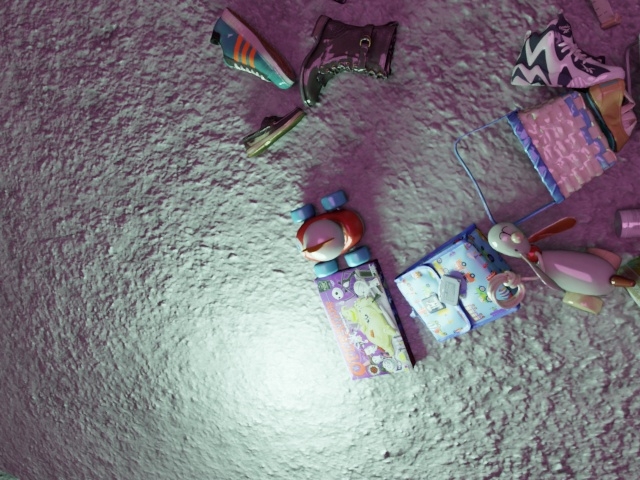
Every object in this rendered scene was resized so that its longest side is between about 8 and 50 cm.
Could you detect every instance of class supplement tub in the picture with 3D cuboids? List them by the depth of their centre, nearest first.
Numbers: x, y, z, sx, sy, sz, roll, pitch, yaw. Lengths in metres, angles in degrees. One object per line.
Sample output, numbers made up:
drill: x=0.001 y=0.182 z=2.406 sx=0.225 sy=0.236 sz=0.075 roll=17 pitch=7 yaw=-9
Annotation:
supplement tub: x=0.760 y=-0.041 z=1.055 sx=0.107 sy=0.071 sz=0.071 roll=-1 pitch=102 yaw=21

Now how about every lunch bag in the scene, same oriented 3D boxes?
lunch bag: x=0.359 y=0.133 z=1.234 sx=0.293 sy=0.138 sz=0.221 roll=-40 pitch=87 yaw=36

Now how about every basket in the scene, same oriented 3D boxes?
basket: x=0.494 y=-0.187 z=1.047 sx=0.289 sy=0.201 sz=0.254 roll=-27 pitch=95 yaw=24

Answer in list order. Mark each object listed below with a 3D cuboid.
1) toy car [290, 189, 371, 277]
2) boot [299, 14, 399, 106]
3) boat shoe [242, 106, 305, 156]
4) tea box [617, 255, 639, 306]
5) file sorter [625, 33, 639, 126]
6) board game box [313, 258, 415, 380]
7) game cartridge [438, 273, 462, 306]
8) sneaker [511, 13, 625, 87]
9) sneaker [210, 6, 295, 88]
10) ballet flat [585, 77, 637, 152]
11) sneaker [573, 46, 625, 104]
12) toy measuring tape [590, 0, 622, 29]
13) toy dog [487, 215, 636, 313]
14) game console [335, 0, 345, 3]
toy car: x=0.000 y=0.000 z=1.257 sx=0.210 sy=0.238 sz=0.219 roll=-21 pitch=94 yaw=24
boot: x=0.075 y=-0.465 z=1.198 sx=0.229 sy=0.091 sz=0.263 roll=21 pitch=107 yaw=15
boat shoe: x=-0.145 y=-0.329 z=1.319 sx=0.223 sy=0.080 sz=0.073 roll=-32 pitch=96 yaw=28
tea box: x=0.905 y=0.135 z=0.961 sx=0.323 sy=0.220 sz=0.329 roll=-41 pitch=87 yaw=24
file sorter: x=0.795 y=-0.347 z=0.912 sx=0.278 sy=0.173 sz=0.192 roll=-7 pitch=101 yaw=22
board game box: x=0.134 y=0.247 z=1.373 sx=0.208 sy=0.056 sz=0.346 roll=-19 pitch=96 yaw=28
game cartridge: x=0.334 y=0.128 z=1.165 sx=0.056 sy=0.017 sz=0.083 roll=16 pitch=122 yaw=30
sneaker: x=0.549 y=-0.419 z=0.992 sx=0.235 sy=0.094 sz=0.153 roll=28 pitch=124 yaw=50
sneaker: x=-0.196 y=-0.519 z=1.284 sx=0.302 sy=0.108 sz=0.121 roll=49 pitch=115 yaw=13
ballet flat: x=0.642 y=-0.264 z=0.971 sx=0.073 sy=0.232 sz=0.080 roll=-26 pitch=56 yaw=32
sneaker: x=0.629 y=-0.381 z=1.029 sx=0.170 sy=0.051 sz=0.089 roll=34 pitch=113 yaw=23
toy measuring tape: x=0.583 y=-0.630 z=0.974 sx=0.121 sy=0.121 sz=0.330 roll=-33 pitch=107 yaw=24
toy dog: x=0.567 y=0.058 z=1.035 sx=0.334 sy=0.161 sz=0.220 roll=4 pitch=86 yaw=-10
game console: x=0.025 y=-0.701 z=1.173 sx=0.122 sy=0.107 sz=0.071 roll=30 pitch=83 yaw=11
